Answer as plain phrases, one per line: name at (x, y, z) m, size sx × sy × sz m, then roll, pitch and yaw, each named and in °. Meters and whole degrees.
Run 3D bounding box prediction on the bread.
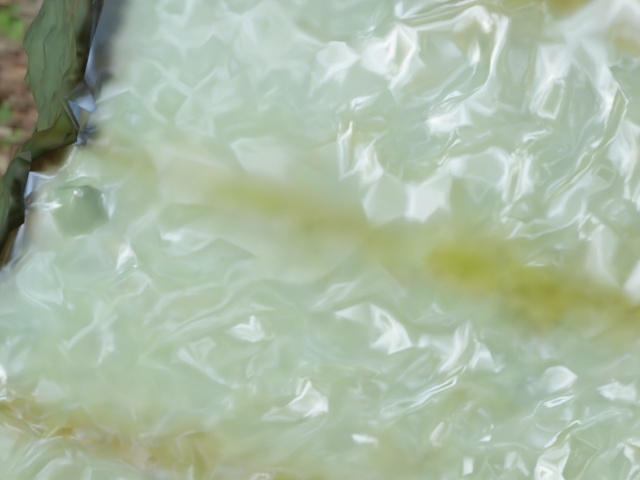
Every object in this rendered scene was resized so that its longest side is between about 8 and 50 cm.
bread at (0.003, -0.009, 0.573) m, size 0.239 × 0.395 × 0.264 m, roll 21°, pitch -162°, yaw -13°
